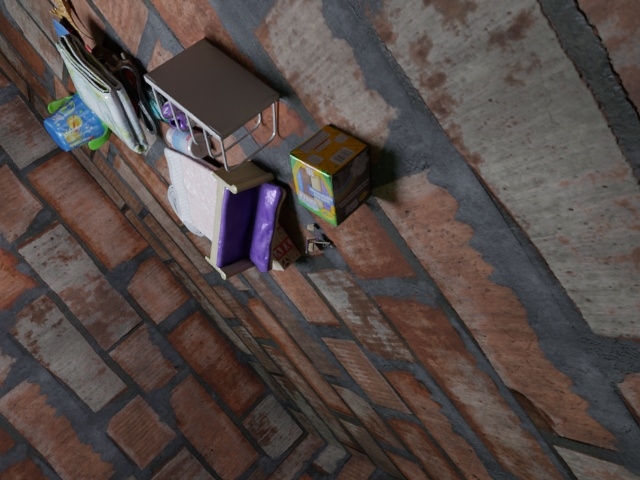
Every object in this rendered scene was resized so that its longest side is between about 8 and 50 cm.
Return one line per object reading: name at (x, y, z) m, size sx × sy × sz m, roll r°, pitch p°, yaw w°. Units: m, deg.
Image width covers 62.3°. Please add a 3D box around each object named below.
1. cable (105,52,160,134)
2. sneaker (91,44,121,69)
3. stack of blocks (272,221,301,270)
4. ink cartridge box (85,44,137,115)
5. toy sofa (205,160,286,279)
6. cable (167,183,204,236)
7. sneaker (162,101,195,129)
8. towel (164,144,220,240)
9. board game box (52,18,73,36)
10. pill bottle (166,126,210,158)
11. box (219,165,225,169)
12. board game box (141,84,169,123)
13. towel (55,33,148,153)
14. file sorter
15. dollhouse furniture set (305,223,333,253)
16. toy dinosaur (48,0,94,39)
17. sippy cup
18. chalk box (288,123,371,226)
cable at (-0.620, -0.505, 1.820) m, size 0.140 × 0.072 × 0.287 m, roll -8°, pitch 128°, yaw 39°
sneaker at (-0.784, -0.648, 1.886) m, size 0.189 × 0.071 × 0.066 m, roll 25°, pitch 147°, yaw 40°
stack of blocks at (-0.214, 0.010, 1.913) m, size 0.297 × 0.087 × 0.171 m, roll 2°, pitch 129°, yaw 58°
ink cartridge box at (-0.842, -0.578, 2.097) m, size 0.296 × 0.066 × 0.261 m, roll 47°, pitch 157°, yaw 1°
toy sofa at (-0.241, -0.047, 1.653) m, size 0.177 × 0.150 × 0.362 m, roll 38°, pitch 133°, yaw 29°
cable at (-0.532, -0.137, 2.209) m, size 0.257 × 0.089 × 0.257 m, roll 42°, pitch 152°, yaw 16°
sneaker at (-0.481, -0.409, 1.746) m, size 0.170 × 0.071 × 0.068 m, roll 27°, pitch 149°, yaw 39°
towel at (-0.443, -0.157, 1.938) m, size 0.317 × 0.053 × 0.331 m, roll 31°, pitch 137°, yaw 33°
board game box at (-0.955, -0.777, 2.027) m, size 0.133 × 0.033 × 0.169 m, roll 45°, pitch 161°, yaw -6°
pill bottle at (-0.447, -0.336, 1.780) m, size 0.160 × 0.087 × 0.087 m, roll 27°, pitch 149°, yaw 38°
box at (-0.329, -0.196, 1.868) m, size 0.081 × 0.028 × 0.136 m, roll 44°, pitch 153°, yaw 9°
board game box at (-0.590, -0.483, 1.868) m, size 0.186 × 0.026 × 0.126 m, roll 26°, pitch 148°, yaw 40°
towel at (-0.771, -0.507, 1.879) m, size 0.320 × 0.090 × 0.374 m, roll 46°, pitch 162°, yaw 15°
file sorter at (-0.267, -0.338, 1.356) m, size 0.278 × 0.193 × 0.173 m, roll 39°, pitch 157°, yaw 18°
dollhouse furniture set at (0.000, 0.000, 1.643) m, size 0.081 × 0.090 × 0.114 m, roll 3°, pitch 175°, yaw 1°
toy dinosaur at (-0.889, -0.796, 1.848) m, size 0.112 × 0.064 × 0.211 m, roll 29°, pitch 150°, yaw 34°
sippy cup at (-1.128, -0.535, 2.440) m, size 0.306 × 0.224 × 0.240 m, roll 15°, pitch 141°, yaw 49°
chalk box at (0.029, -0.135, 1.241) m, size 0.132 × 0.132 × 0.213 m, roll 33°, pitch 151°, yaw 28°
